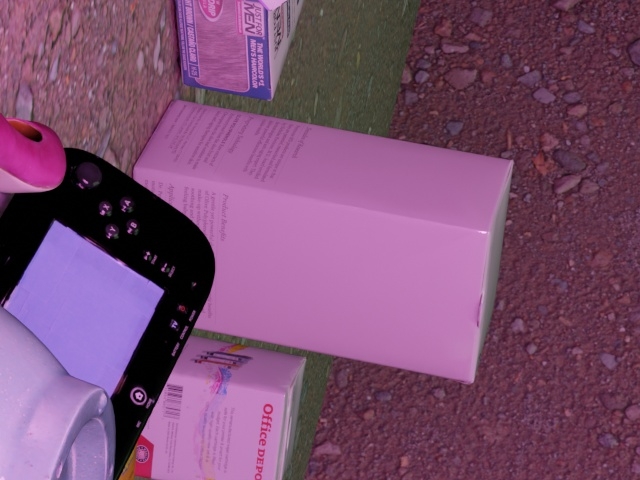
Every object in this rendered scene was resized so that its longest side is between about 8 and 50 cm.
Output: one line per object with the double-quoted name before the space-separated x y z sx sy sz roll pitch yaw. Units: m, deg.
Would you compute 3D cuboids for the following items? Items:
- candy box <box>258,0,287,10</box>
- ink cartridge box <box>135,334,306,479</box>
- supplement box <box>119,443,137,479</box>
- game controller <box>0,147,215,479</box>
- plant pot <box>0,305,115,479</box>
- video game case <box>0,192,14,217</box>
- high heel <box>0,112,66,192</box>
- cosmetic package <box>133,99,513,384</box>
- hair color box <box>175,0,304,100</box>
"candy box" -0.081 -0.310 1.621 0.165 0.070 0.196 44 18 -56
"ink cartridge box" -0.115 0.187 2.148 0.127 0.176 0.128 -56 156 -71
"supplement box" -0.213 0.203 1.839 0.078 0.080 0.233 -67 163 -67
"game controller" -0.192 0.081 1.441 0.067 0.166 0.319 -51 -168 55
"plant pot" -0.236 0.154 1.178 0.293 0.196 0.293 11 90 -83
"video game case" -0.254 0.034 1.534 0.157 0.019 0.143 18 82 -82
"high heel" -0.233 -0.086 1.373 0.244 0.082 0.117 -43 134 -70
"cosmetic package" 0.000 0.000 2.037 0.155 0.365 0.197 -68 167 -55
"hair color box" -0.060 -0.338 2.114 0.174 0.105 0.347 89 13 -54
